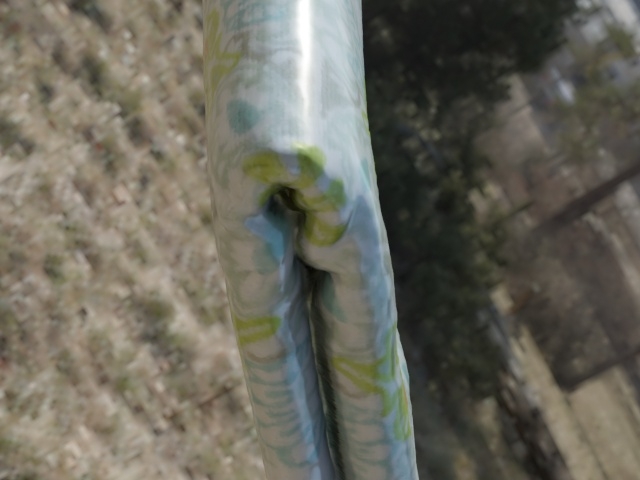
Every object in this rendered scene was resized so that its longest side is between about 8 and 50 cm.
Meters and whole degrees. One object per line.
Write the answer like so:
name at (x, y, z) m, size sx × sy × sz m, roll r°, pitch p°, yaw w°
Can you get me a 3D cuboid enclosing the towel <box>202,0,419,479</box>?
towel at (0.000, 0.000, 0.916) m, size 0.320 × 0.090 × 0.374 m, roll -98°, pitch 179°, yaw -49°
